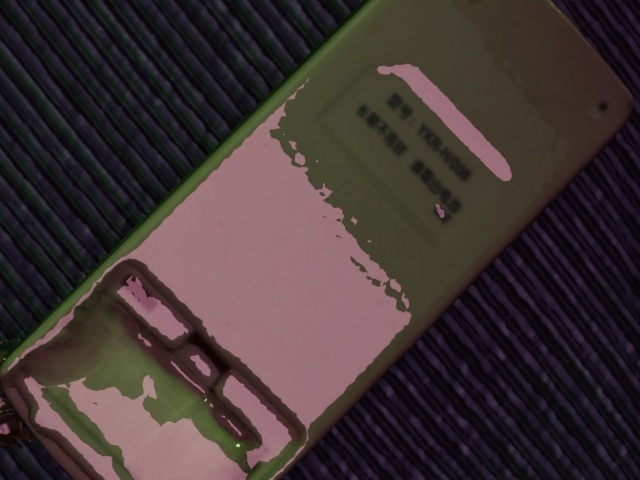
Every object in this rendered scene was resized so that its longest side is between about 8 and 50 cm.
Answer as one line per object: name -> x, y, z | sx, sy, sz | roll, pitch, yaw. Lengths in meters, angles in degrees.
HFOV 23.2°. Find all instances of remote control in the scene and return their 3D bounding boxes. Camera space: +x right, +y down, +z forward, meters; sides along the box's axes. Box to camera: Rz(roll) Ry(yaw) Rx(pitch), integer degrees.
remote control -> 0.000, 0.000, 0.659 | 0.123, 0.038, 0.285 | 44, 82, -7

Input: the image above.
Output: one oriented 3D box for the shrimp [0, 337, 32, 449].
shrimp -> -0.175, 0.132, 0.666 | 0.217, 0.051, 0.150 | -30, 99, 2
